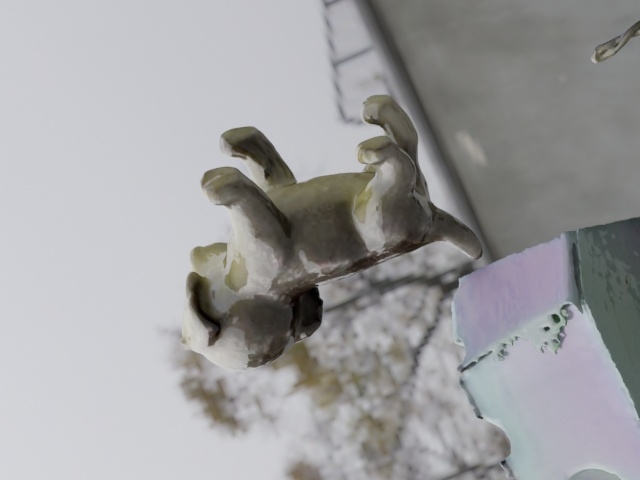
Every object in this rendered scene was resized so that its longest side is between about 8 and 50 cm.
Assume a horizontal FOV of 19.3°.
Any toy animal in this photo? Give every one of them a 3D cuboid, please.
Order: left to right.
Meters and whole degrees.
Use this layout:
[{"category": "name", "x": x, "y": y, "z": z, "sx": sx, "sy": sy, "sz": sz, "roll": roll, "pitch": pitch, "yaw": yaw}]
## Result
[{"category": "toy animal", "x": -0.014, "y": -0.008, "z": 1.393, "sx": 0.121, "sy": 0.233, "sz": 0.169, "roll": -97, "pitch": -19, "yaw": -65}]

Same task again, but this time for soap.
[{"category": "soap", "x": 0.324, "y": 0.129, "z": 1.759, "sx": 0.446, "sy": 0.156, "sz": 0.261, "roll": 17, "pitch": -116, "yaw": -40}]

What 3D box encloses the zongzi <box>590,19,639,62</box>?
[{"category": "zongzi", "x": 0.566, "y": -0.181, "z": 1.683, "sx": 0.467, "sy": 0.218, "sz": 0.500, "roll": 41, "pitch": -138, "yaw": 25}]
